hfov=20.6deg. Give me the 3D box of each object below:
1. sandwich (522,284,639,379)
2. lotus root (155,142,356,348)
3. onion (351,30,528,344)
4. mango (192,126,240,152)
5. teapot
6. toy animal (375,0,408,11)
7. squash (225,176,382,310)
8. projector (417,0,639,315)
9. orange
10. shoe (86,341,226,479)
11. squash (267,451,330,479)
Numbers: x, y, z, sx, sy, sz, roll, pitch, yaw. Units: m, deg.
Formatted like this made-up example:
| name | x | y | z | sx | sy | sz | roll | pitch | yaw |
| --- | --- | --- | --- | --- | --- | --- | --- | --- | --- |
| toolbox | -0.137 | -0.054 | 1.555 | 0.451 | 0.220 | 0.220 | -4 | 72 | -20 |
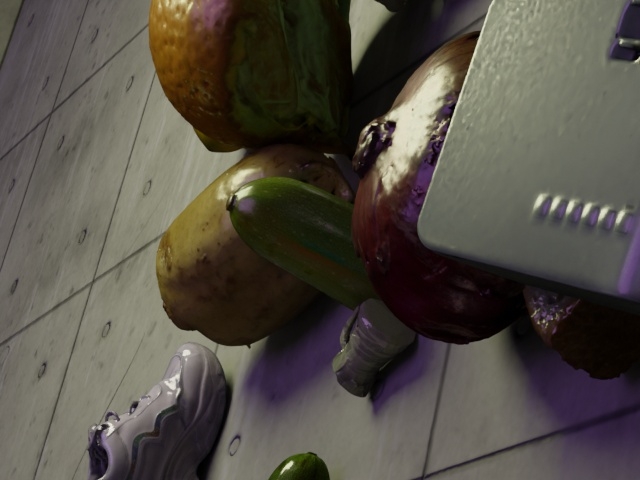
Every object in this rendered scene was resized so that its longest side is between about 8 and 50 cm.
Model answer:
| name | x | y | z | sx | sy | sz | roll | pitch | yaw |
| --- | --- | --- | --- | --- | --- | --- | --- | --- | --- |
| sandwich | 0.245 | -0.078 | 1.260 | 0.288 | 0.099 | 0.254 | -50 | 38 | 29 |
| lotus root | -0.073 | 0.014 | 1.792 | 0.284 | 0.160 | 0.146 | -39 | 0 | 43 |
| onion | 0.118 | -0.045 | 1.386 | 0.246 | 0.190 | 0.246 | -161 | 90 | -85 |
| mango | -0.084 | -0.233 | 2.108 | 0.175 | 0.139 | 0.255 | 138 | 144 | -73 |
| teapot | 0.042 | 0.096 | 1.597 | 0.067 | 0.057 | 0.083 | 56 | 129 | 34 |
| toy animal | 0.105 | -0.338 | 1.793 | 0.282 | 0.140 | 0.138 | -23 | 77 | 52 |
| squash | 0.000 | 0.000 | 1.618 | 0.095 | 0.188 | 0.095 | -46 | 27 | 33 |
| projector | 0.191 | -0.060 | 1.140 | 0.250 | 0.108 | 0.198 | 15 | 86 | 58 |
| orange | -0.061 | -0.224 | 1.828 | 0.196 | 0.334 | 0.263 | 11 | 99 | 30 |
| shoe | -0.185 | 0.210 | 1.868 | 0.095 | 0.137 | 0.245 | -27 | 43 | 49 |
| squash | -0.053 | 0.307 | 1.572 | 0.066 | 0.066 | 0.252 | -7 | 61 | 64 |
